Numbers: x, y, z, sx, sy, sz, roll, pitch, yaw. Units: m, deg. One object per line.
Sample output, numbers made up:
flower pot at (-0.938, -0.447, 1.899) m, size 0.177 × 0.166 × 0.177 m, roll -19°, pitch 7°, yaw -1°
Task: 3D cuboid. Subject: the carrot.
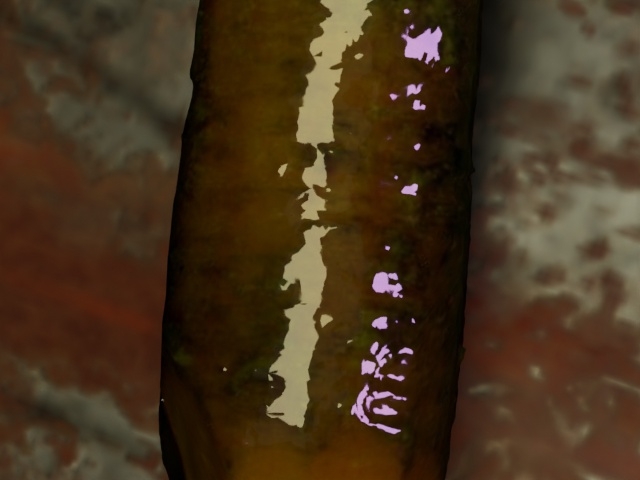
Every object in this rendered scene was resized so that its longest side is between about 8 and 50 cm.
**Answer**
carrot at (0.000, 0.000, 0.463) m, size 0.082 × 0.082 × 0.173 m, roll 4°, pitch 96°, yaw 14°
